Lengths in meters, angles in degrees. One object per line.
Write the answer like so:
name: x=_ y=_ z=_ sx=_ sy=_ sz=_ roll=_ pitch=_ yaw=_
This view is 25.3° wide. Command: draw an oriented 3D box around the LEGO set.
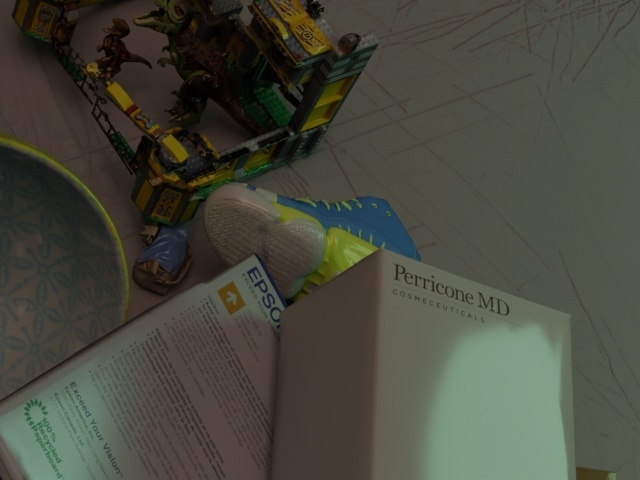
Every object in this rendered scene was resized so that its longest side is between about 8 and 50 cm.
LEGO set: x=-0.110 y=-0.197 z=1.262 sx=0.255 sy=0.192 sz=0.331 roll=-15 pitch=65 yaw=-32

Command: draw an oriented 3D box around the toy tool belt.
toy tool belt: x=-0.136 y=0.002 z=1.263 sx=0.052 sy=0.051 sz=0.083 roll=18 pitch=63 yaw=-3

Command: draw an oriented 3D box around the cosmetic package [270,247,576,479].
cosmetic package: x=0.073 y=0.215 z=1.052 sx=0.197 sy=0.155 sz=0.365 roll=18 pitch=59 yaw=-27

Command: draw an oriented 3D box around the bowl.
bowl: x=-0.309 y=0.027 z=1.141 sx=0.289 sy=0.289 sz=0.156 roll=-9 pitch=24 yaw=-15

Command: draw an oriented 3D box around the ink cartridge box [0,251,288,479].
ink cartridge box: x=-0.084 y=0.212 z=1.079 sx=0.330 sy=0.071 sz=0.324 roll=-32 pitch=95 yaw=-53

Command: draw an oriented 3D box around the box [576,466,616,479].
box: x=0.176 y=0.284 z=1.207 sx=0.164 sy=0.021 sz=0.201 roll=9 pitch=62 yaw=-10

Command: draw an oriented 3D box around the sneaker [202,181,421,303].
sneaker: x=0.000 y=0.000 z=1.253 sx=0.240 sy=0.091 sz=0.126 roll=37 pitch=38 yaw=-26
